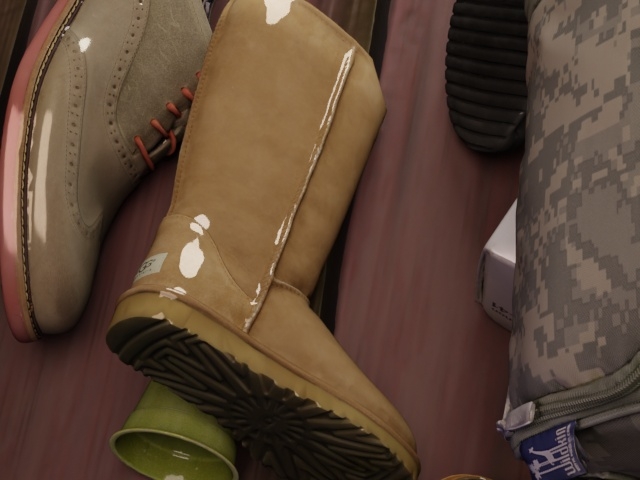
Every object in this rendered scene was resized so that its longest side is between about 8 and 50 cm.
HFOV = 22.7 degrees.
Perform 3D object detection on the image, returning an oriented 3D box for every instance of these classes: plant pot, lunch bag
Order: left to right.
[{"bbox_3d":[-0.081,0.104,1.005,0.083,0.083,0.079,11,60,8],"label":"plant pot"},{"bbox_3d":[0.218,-0.023,0.816,0.256,0.212,0.305,-13,64,38],"label":"lunch bag"}]

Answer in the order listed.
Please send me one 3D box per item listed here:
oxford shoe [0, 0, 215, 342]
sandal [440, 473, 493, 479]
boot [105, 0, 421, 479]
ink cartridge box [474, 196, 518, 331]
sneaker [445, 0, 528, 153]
[{"bbox_3d":[-0.127,-0.095,1.054,0.130,0.123,0.348,10,72,2],"label":"oxford shoe"},{"bbox_3d":[0.083,0.165,0.922,0.049,0.180,0.072,39,68,-19],"label":"sandal"},{"bbox_3d":[0.000,0.000,1.010,0.236,0.089,0.269,40,48,-26],"label":"boot"},{"bbox_3d":[0.271,-0.041,0.995,0.226,0.131,0.306,31,74,14],"label":"ink cartridge box"},{"bbox_3d":[0.194,-0.203,1.060,0.122,0.146,0.330,29,100,56],"label":"sneaker"}]
